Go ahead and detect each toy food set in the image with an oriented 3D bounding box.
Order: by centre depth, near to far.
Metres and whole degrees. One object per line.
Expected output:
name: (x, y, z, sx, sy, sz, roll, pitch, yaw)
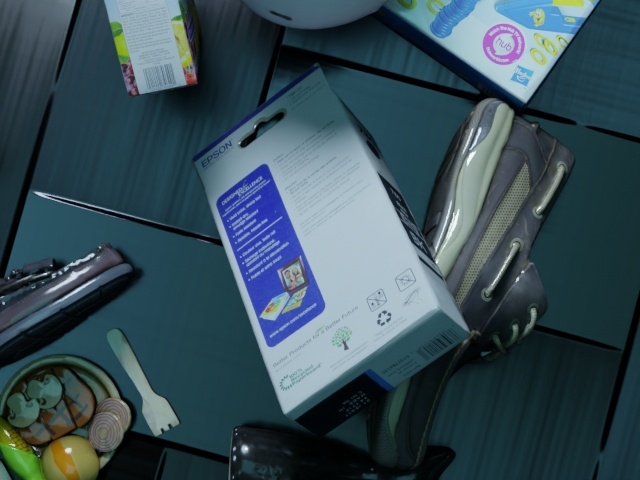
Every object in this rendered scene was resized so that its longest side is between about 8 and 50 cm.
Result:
toy food set: (-0.247, 0.174, 1.401, 0.192, 0.038, 0.132, -31, 86, 0)

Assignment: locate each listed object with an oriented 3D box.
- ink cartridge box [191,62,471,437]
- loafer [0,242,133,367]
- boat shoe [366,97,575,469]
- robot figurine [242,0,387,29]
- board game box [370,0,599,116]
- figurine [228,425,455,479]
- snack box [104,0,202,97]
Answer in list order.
ink cartridge box: (0.000, 0.000, 1.321, 0.165, 0.065, 0.332, -36, 47, 15)
loafer: (-0.322, 0.079, 1.379, 0.303, 0.109, 0.095, -33, 82, 2)
boat shoe: (0.144, 0.046, 1.341, 0.130, 0.132, 0.355, 20, 81, -3)
robot figurine: (-0.015, -0.322, 1.269, 0.209, 0.173, 0.278, -13, 85, 23)
board game box: (0.153, -0.329, 1.396, 0.308, 0.086, 0.302, 35, 89, 4)
figurine: (0.015, 0.286, 1.366, 0.210, 0.092, 0.214, 4, 87, -2)
snack box: (-0.160, -0.253, 1.323, 0.070, 0.174, 0.207, -13, 113, 2)
